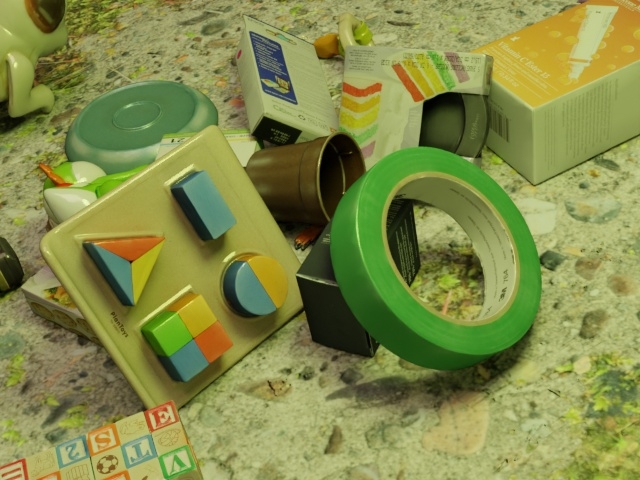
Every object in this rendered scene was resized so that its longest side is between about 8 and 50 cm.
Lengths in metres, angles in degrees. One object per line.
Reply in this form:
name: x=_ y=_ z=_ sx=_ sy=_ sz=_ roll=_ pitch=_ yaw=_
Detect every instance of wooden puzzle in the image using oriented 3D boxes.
wooden puzzle: x=-0.186 y=0.042 z=1.432 sx=0.348 sy=0.322 sz=0.080 roll=-39 pitch=17 yaw=-30

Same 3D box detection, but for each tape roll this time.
tape roll: x=0.170 y=0.023 z=1.398 sx=0.321 sy=0.077 sz=0.321 roll=15 pitch=58 yaw=-25

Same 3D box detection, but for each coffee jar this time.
coffee jar: x=-0.607 y=0.067 z=1.669 sx=0.184 sy=0.079 sz=0.096 roll=-28 pitch=41 yaw=-16

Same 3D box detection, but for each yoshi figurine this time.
yoshi figurine: x=-0.350 y=-0.033 z=1.618 sx=0.203 sy=0.203 sz=0.362 roll=-18 pitch=27 yaw=-21

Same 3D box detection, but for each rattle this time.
rattle: x=0.049 y=-0.353 z=1.986 sx=0.142 sy=0.130 sz=0.200 roll=-15 pitch=68 yaw=13

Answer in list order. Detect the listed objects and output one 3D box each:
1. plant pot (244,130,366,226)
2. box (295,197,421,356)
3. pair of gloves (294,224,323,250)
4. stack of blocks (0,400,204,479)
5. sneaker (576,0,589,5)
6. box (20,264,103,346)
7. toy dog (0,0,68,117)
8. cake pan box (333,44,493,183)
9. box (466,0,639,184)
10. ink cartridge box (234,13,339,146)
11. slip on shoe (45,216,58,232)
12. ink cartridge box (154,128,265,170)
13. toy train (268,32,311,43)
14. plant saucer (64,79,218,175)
plant pot: x=-0.031 y=-0.097 z=1.658 sx=0.165 sy=0.167 sz=0.167 roll=-2 pitch=41 yaw=31
box: x=0.063 y=0.045 z=1.484 sx=0.108 sy=0.153 sz=0.207 roll=12 pitch=47 yaw=25
pair of gloves: x=0.000 y=0.000 z=1.653 sx=0.083 sy=0.010 sz=0.074 roll=27 pitch=54 yaw=34
stack of blocks: x=-0.303 y=0.350 z=1.286 sx=0.297 sy=0.087 sz=0.171 roll=-21 pitch=43 yaw=-10
sneaker: x=0.533 y=-0.439 z=1.939 sx=0.236 sy=0.104 sz=0.095 roll=-38 pitch=49 yaw=-24
box: x=-0.344 y=0.126 z=1.555 sx=0.324 sy=0.067 sz=0.063 roll=20 pitch=52 yaw=29
toy dog: x=-0.705 y=-0.412 z=1.996 sx=0.408 sy=0.395 sz=0.284 roll=-39 pitch=39 yaw=-16
cake pan box: x=0.162 y=-0.206 z=1.679 sx=0.267 sy=0.246 sz=0.070 roll=10 pitch=10 yaw=23
box: x=0.457 y=-0.280 z=1.735 sx=0.345 sy=0.168 sz=0.215 roll=-25 pitch=44 yaw=-15
ink cartridge box: x=-0.068 y=-0.300 z=1.886 sx=0.175 sy=0.069 sz=0.371 roll=19 pitch=36 yaw=-26
slip on shoe: x=-0.458 y=-0.001 z=1.741 sx=0.041 sy=0.051 sz=0.135 roll=-52 pitch=53 yaw=15
ink cartridge box: x=-0.204 y=-0.080 z=1.724 sx=0.188 sy=0.097 sz=0.255 roll=-3 pitch=42 yaw=9
toy train: x=-0.093 y=-0.383 z=2.069 sx=0.125 sy=0.046 sz=0.166 roll=19 pitch=48 yaw=17
plant saucer: x=-0.366 y=-0.239 z=1.966 sx=0.317 sy=0.044 sz=0.317 roll=-5 pitch=41 yaw=4
